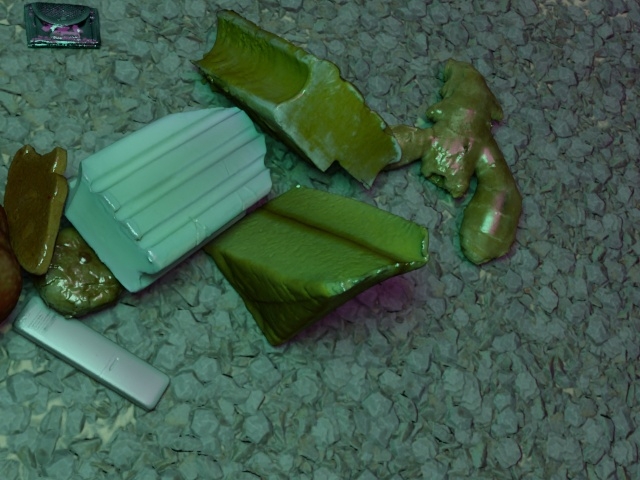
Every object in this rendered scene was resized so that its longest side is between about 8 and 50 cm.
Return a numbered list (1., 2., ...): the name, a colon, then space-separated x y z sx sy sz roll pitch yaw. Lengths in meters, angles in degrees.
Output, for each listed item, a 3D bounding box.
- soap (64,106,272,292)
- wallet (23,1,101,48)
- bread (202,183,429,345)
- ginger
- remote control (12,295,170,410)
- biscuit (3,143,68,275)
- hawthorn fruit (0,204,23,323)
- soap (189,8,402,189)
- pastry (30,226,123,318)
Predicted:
1. soap: -0.233 -0.094 1.349 0.208 0.115 0.347 51 48 -2
2. wallet: -0.466 -0.390 1.472 0.129 0.026 0.088 -4 73 -20
3. bread: 0.000 0.000 1.307 0.233 0.361 0.245 -33 87 -25
4. ginger: 0.290 -0.176 1.603 0.363 0.122 0.348 37 72 8
5. remote control: -0.365 0.181 1.304 0.261 0.029 0.067 33 62 -7
6. biscuit: -0.450 -0.052 1.282 0.043 0.183 0.280 23 30 -46
7. hawthorn fruit: -0.603 0.046 1.156 0.287 0.330 0.287 50 27 -37
8. soap: -0.048 -0.259 1.515 0.169 0.338 0.304 -50 136 -1
9. pastry: -0.388 0.051 1.305 0.153 0.081 0.153 10 66 -22
